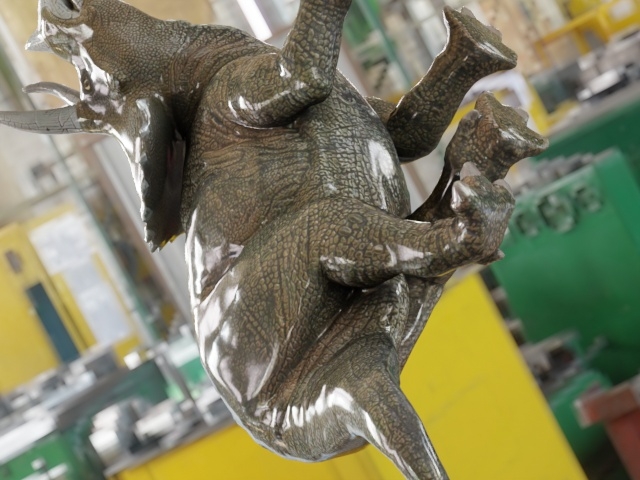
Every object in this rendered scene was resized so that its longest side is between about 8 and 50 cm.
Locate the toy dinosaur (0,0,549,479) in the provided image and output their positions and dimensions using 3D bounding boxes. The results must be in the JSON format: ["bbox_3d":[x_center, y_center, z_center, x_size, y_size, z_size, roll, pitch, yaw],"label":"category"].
[{"bbox_3d":[0.000,0.000,0.603,0.121,0.313,0.160,11,-51,-41],"label":"toy dinosaur"}]
